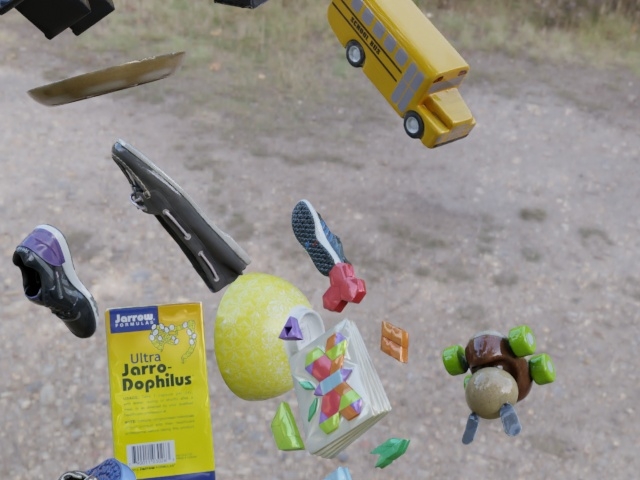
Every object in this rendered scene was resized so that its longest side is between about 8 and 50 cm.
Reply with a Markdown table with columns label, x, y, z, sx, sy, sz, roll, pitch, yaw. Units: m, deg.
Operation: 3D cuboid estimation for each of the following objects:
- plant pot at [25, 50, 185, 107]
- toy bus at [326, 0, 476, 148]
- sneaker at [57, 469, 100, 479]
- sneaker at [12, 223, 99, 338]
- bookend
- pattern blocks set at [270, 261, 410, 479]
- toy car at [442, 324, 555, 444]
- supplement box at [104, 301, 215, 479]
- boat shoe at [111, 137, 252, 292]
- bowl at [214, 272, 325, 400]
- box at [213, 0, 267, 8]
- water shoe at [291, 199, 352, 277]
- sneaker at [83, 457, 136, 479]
| label | x | y | z | sx | sy | sz | roll | pitch | yaw |
| --- | --- | --- | --- | --- | --- | --- | --- | --- | --- |
| plant pot | -0.307 | -0.232 | 1.308 | 0.236 | 0.033 | 0.236 | -13 | 11 | 3 |
| toy bus | 0.149 | -0.322 | 1.578 | 0.108 | 0.130 | 0.333 | -20 | 64 | -37 |
| sneaker | -0.322 | 0.328 | 1.173 | 0.188 | 0.071 | 0.066 | -11 | 19 | 45 |
| sneaker | -0.583 | 0.115 | 1.935 | 0.107 | 0.283 | 0.124 | -2 | 32 | 27 |
| bookend | -0.300 | -0.282 | 1.022 | 0.072 | 0.157 | 0.156 | -31 | 57 | 12 |
| pattern blocks set | 0.022 | 0.218 | 1.351 | 0.026 | 0.285 | 0.325 | 23 | 25 | -42 |
| toy car | 0.291 | 0.257 | 1.481 | 0.155 | 0.149 | 0.188 | -22 | 32 | 30 |
| supplement box | -0.323 | 0.313 | 1.819 | 0.195 | 0.357 | 0.194 | -4 | -8 | -10 |
| boat shoe | -0.254 | -0.034 | 1.560 | 0.095 | 0.335 | 0.112 | -48 | 29 | -8 |
| bowl | -0.084 | 0.209 | 1.964 | 0.156 | 0.290 | 0.289 | -5 | 24 | 32 |
| box | -0.043 | -0.484 | 1.145 | 0.073 | 0.294 | 0.295 | 16 | 38 | 27 |
| water shoe | 0.000 | 0.000 | 2.027 | 0.080 | 0.073 | 0.203 | 7 | 51 | -52 |
| sneaker | -0.297 | 0.374 | 1.302 | 0.090 | 0.232 | 0.081 | 33 | 62 | -18 |
